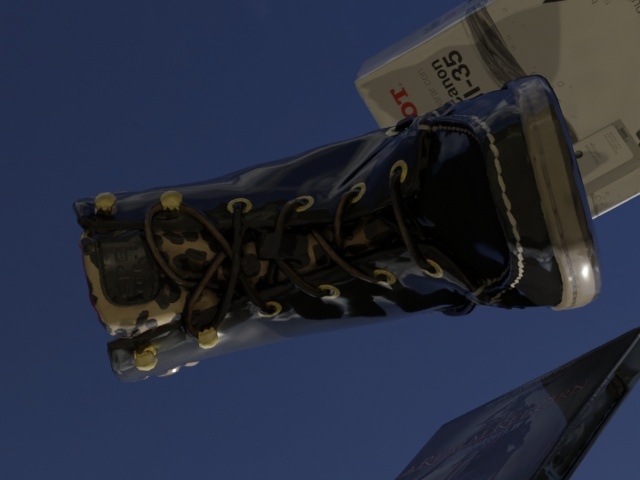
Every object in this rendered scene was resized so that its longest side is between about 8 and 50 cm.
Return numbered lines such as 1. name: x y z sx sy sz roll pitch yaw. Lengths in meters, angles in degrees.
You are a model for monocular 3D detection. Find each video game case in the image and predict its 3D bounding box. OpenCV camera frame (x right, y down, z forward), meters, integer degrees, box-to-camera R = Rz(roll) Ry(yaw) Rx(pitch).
1. video game case: 0.100 0.156 1.166 0.026 0.196 0.274 55 -144 -5

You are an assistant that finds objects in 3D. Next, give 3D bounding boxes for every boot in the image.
1. boot: 0.000 0.000 1.083 0.284 0.377 0.138 -13 -86 -5

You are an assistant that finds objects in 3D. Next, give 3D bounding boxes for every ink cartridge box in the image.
1. ink cartridge box: 0.199 -0.123 1.511 0.283 0.117 0.207 -29 -81 12
